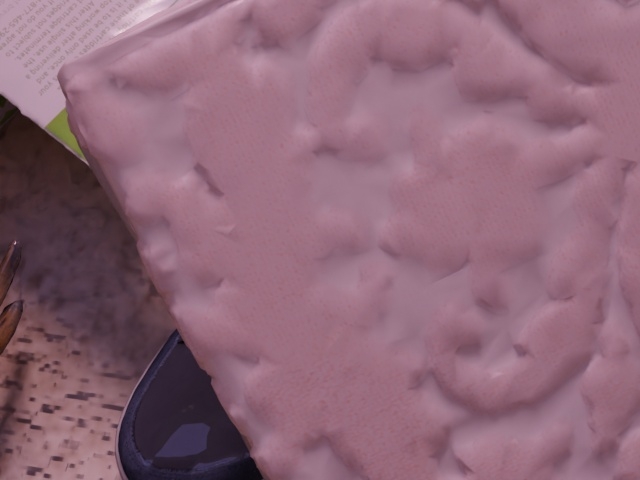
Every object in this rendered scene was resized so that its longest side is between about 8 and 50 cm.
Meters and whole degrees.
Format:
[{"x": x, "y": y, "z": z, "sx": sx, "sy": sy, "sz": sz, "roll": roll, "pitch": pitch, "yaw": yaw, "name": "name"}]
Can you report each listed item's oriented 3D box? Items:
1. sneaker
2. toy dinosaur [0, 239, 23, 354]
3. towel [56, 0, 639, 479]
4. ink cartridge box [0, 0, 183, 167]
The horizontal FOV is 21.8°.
[{"x": -0.001, "y": -0.002, "z": 0.615, "sx": 0.226, "sy": 0.163, "sz": 0.086, "roll": -41, "pitch": 65, "yaw": -11, "name": "sneaker"}, {"x": -0.196, "y": -0.027, "z": 0.644, "sx": 0.200, "sy": 0.127, "sz": 0.295, "roll": 14, "pitch": 100, "yaw": 13, "name": "toy dinosaur"}, {"x": 0.126, "y": 0.017, "z": 0.541, "sx": 0.317, "sy": 0.053, "sz": 0.332, "roll": -27, "pitch": 103, "yaw": -5, "name": "towel"}, {"x": -0.099, "y": -0.126, "z": 0.736, "sx": 0.255, "sy": 0.097, "sz": 0.189, "roll": 37, "pitch": 73, "yaw": 23, "name": "ink cartridge box"}]
